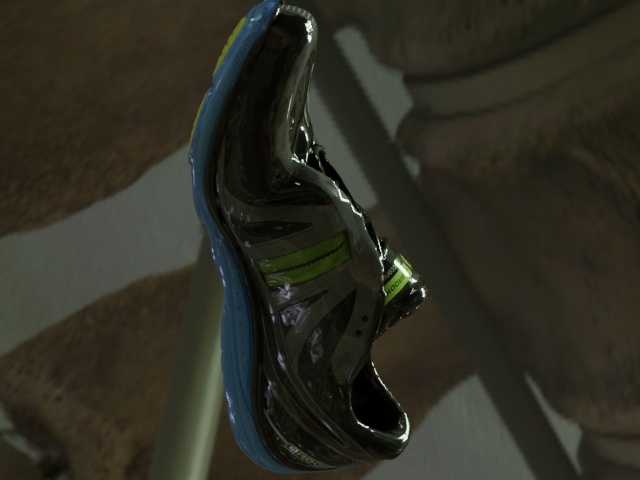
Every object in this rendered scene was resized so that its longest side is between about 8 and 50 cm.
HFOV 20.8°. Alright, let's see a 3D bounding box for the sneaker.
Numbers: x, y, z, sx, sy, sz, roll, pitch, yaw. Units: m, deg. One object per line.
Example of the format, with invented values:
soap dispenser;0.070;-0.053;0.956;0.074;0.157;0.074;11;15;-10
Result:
sneaker;0.000;0.000;0.623;0.078;0.067;0.188;1;-62;17
